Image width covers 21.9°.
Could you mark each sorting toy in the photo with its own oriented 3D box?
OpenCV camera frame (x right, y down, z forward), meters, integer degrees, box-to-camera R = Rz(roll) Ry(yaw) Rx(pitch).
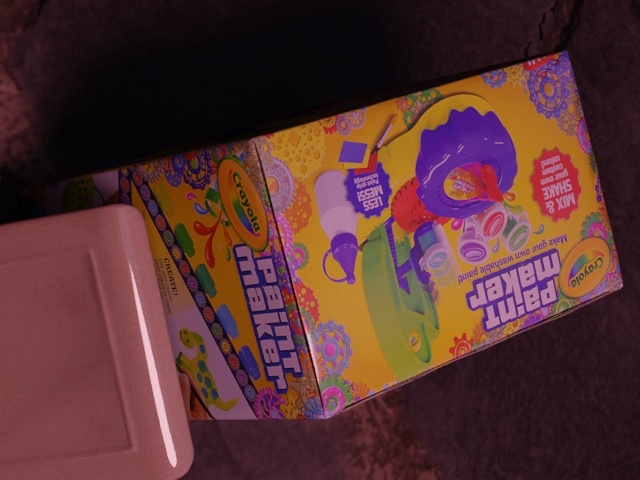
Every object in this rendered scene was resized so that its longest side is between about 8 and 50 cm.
[{"bbox_3d":[-0.189,0.075,1.073,0.047,0.196,0.348,-43,122,-77],"label":"sorting toy"}]

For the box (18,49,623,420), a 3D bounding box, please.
[{"bbox_3d":[0.000,0.000,1.151,0.290,0.279,0.177,-19,98,-40],"label":"box"}]
